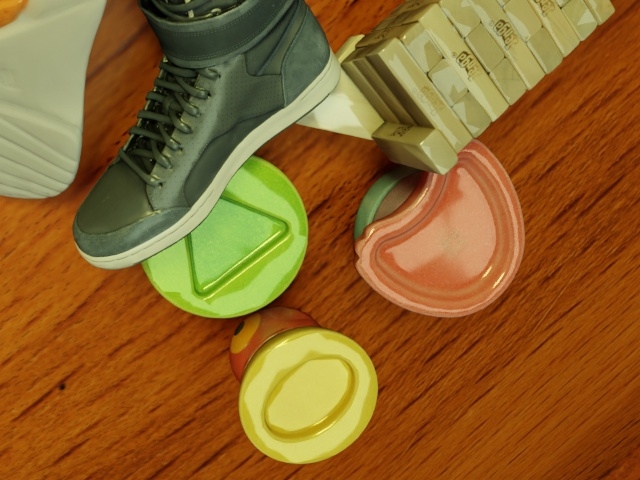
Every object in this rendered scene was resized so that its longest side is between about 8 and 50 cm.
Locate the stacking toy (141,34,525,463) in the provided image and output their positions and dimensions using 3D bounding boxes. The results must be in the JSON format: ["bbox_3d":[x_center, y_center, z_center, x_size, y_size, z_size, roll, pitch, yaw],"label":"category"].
[{"bbox_3d":[0.000,0.000,0.602,0.309,0.130,0.279,-40,110,-5],"label":"stacking toy"}]

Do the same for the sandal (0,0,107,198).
[{"bbox_3d":[-0.173,-0.128,0.374,0.102,0.076,0.265,5,143,-22],"label":"sandal"}]

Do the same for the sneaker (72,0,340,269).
[{"bbox_3d":[-0.097,-0.098,0.416,0.226,0.086,0.163,-47,148,-11],"label":"sneaker"}]

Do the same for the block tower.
[{"bbox_3d":[0.162,-0.197,0.487,0.335,0.091,0.097,-44,110,-3],"label":"block tower"}]
